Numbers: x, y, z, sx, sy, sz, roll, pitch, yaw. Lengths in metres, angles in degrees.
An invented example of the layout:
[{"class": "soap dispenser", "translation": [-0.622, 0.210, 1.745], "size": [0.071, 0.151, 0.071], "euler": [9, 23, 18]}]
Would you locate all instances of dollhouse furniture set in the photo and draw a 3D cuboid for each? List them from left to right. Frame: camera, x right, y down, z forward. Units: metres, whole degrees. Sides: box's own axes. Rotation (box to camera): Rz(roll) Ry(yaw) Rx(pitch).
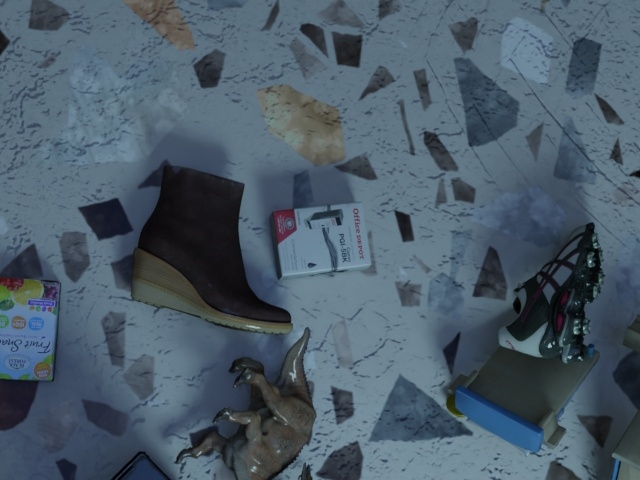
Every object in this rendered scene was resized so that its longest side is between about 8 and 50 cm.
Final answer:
[{"class": "dollhouse furniture set", "translation": [0.376, 0.239, 1.689], "size": [0.303, 0.198, 0.286], "euler": [25, 53, 26]}]

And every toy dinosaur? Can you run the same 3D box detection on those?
[{"class": "toy dinosaur", "translation": [-0.061, 0.277, 1.590], "size": [0.200, 0.127, 0.296], "euler": [34, 66, -10]}]

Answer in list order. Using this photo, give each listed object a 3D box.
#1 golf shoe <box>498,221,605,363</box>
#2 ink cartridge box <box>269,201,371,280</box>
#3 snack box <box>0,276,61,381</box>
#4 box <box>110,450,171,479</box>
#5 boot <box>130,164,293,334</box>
[{"class": "golf shoe", "translation": [0.343, 0.063, 1.660], "size": [0.273, 0.120, 0.105], "euler": [-57, 138, -46]}, {"class": "ink cartridge box", "translation": [0.000, 0.000, 1.666], "size": [0.135, 0.056, 0.099], "euler": [-7, 82, -9]}, {"class": "snack box", "translation": [-0.418, 0.124, 1.592], "size": [0.100, 0.037, 0.141], "euler": [4, 82, -7]}, {"class": "box", "translation": [-0.253, 0.368, 1.496], "size": [0.108, 0.207, 0.153], "euler": [46, 78, 0]}, {"class": "boot", "translation": [-0.136, 0.015, 1.625], "size": [0.248, 0.090, 0.207], "euler": [17, 82, -3]}]
